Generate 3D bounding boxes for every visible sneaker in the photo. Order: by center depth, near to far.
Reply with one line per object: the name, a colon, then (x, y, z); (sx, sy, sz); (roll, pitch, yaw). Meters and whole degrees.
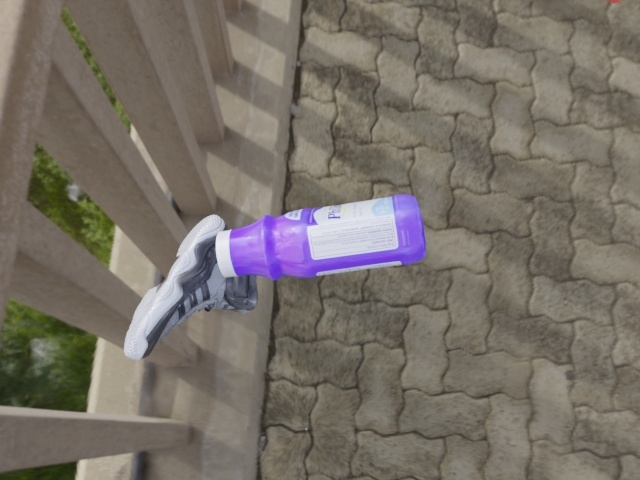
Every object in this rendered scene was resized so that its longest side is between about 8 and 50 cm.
sneaker: (-0.195, 0.102, 1.132); (0.153, 0.101, 0.268); (37, 74, -19)

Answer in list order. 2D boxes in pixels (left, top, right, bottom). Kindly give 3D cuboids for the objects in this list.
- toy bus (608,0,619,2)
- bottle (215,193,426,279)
toy bus: (0.221, -0.230, 0.374); (0.220, 0.149, 0.211); (24, 113, 12)
bottle: (0.000, 0.000, 0.954); (0.283, 0.118, 0.092); (-8, 103, 7)
